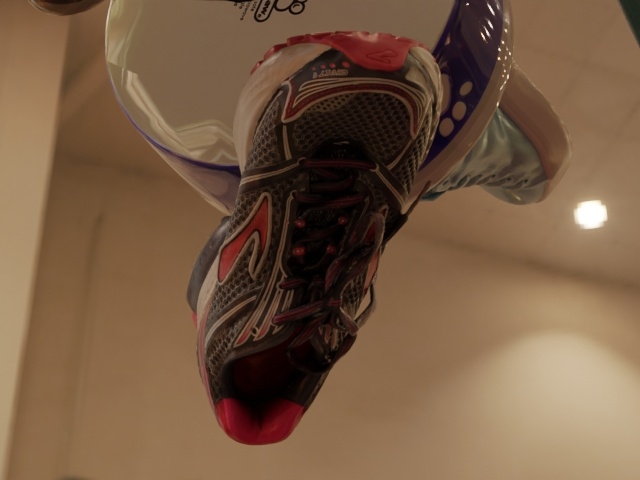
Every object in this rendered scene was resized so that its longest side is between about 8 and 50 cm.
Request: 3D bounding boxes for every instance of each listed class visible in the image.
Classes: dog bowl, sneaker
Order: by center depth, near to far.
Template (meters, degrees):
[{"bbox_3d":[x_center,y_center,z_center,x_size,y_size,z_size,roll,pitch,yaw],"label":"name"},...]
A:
[{"bbox_3d":[0.000,0.000,1.049,0.121,0.112,0.299,5,-44,-13],"label":"sneaker"},{"bbox_3d":[-0.009,-0.143,1.210,0.265,0.265,0.104,-16,-29,18],"label":"dog bowl"},{"bbox_3d":[0.087,-0.089,1.418,0.135,0.150,0.366,27,-9,33],"label":"sneaker"}]

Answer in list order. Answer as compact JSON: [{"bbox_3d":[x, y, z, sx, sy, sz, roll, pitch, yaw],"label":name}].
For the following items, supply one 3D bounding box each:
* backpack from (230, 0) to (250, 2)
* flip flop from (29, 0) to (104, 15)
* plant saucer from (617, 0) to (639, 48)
[{"bbox_3d":[-0.094,-0.245,0.948,0.263,0.213,0.276,27,-17,-25],"label":"backpack"},{"bbox_3d":[-0.124,-0.242,1.437,0.112,0.277,0.080,16,-46,36],"label":"flip flop"},{"bbox_3d":[0.053,-0.082,0.325,0.018,0.067,0.192,-32,-64,-1],"label":"plant saucer"}]
